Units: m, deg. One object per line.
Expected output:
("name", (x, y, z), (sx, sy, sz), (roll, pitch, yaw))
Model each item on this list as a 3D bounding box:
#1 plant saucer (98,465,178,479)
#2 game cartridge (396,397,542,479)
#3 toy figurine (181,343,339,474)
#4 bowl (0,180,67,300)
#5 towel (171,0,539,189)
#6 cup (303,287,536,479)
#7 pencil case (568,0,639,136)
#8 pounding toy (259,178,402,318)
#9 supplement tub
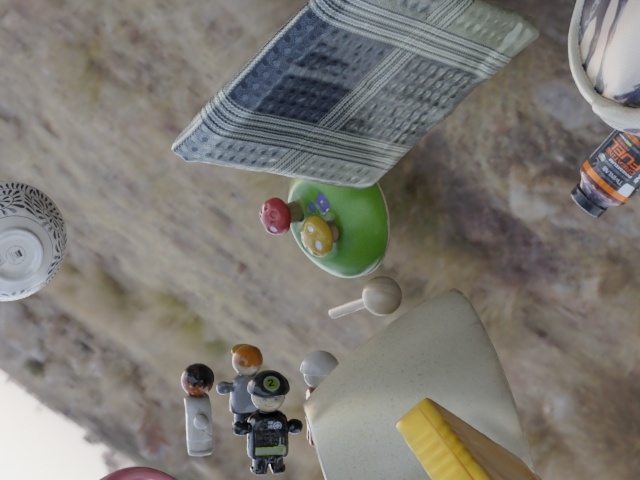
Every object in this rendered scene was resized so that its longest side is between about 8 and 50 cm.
("plant saucer", (-0.222, 0.457, 1.468), (0.332, 0.084, 0.332), (47, -150, -38))
("game cartridge", (0.217, 0.294, 0.983), (0.324, 0.052, 0.285), (55, -170, 34))
("toy figurine", (-0.092, 0.236, 1.715), (0.209, 0.148, 0.213), (8, -166, 34))
("bowl", (-0.416, 0.011, 1.549), (0.170, 0.170, 0.080), (41, 175, -28))
("towel", (0.044, -0.174, 1.247), (0.324, 0.312, 0.056), (8, -132, -51))
("cup", (0.114, 0.255, 1.482), (0.331, 0.237, 0.331), (162, 90, -86))
("pencil case", (0.357, -0.098, 0.717), (0.410, 0.184, 0.160), (17, -157, -30))
("pounding toy", (0.000, 0.000, 1.544), (0.183, 0.110, 0.237), (-14, 94, 53))
("supplement tub", (0.532, -0.133, 2.037), (0.106, 0.198, 0.106), (32, -156, -16))
